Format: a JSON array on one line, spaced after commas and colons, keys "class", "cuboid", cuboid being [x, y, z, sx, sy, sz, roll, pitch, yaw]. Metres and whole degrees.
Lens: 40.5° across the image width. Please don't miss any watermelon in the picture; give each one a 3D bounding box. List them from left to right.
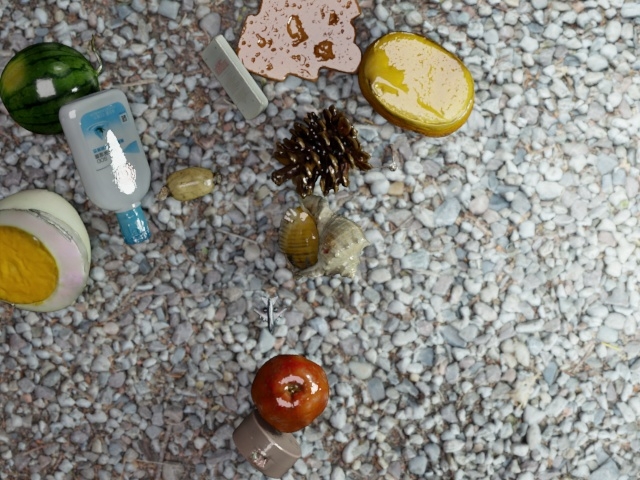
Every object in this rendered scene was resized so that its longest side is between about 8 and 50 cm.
[{"class": "watermelon", "cuboid": [-0.592, -0.339, 1.894, 0.232, 0.127, 0.204, -13, 91, -4]}]

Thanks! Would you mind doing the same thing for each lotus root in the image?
[{"class": "lotus root", "cuboid": [-0.297, -0.126, 1.939, 0.152, 0.063, 0.072, -19, 104, -2]}]

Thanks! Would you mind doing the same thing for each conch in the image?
[{"class": "conch", "cuboid": [0.000, 0.000, 1.906, 0.178, 0.163, 0.245, -25, 64, -13]}]

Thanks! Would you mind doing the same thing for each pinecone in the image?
[{"class": "pinecone", "cuboid": [-0.006, -0.179, 1.878, 0.212, 0.168, 0.185, -40, 70, 5]}]

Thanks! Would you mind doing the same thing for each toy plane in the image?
[{"class": "toy plane", "cuboid": [-0.114, 0.169, 1.975, 0.078, 0.031, 0.083, -3, 94, 1]}]

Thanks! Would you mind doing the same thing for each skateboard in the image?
[{"class": "skateboard", "cuboid": [0.128, -0.182, 1.950, 0.083, 0.032, 0.064, -8, 84, -1]}]

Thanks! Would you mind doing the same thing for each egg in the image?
[{"class": "egg", "cuboid": [-0.621, 0.014, 1.907, 0.264, 0.174, 0.286, 16, 121, -4]}]

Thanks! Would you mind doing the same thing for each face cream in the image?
[{"class": "face cream", "cuboid": [-0.452, -0.154, 1.899, 0.163, 0.080, 0.336, -29, 112, -38]}]

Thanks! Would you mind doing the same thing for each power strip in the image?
[{"class": "power strip", "cuboid": [-0.119, 0.454, 1.936, 0.154, 0.154, 0.078, 42, 95, -3]}]

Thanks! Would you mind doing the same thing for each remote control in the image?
[{"class": "remote control", "cuboid": [-0.188, -0.356, 1.912, 0.029, 0.087, 0.190, -37, 93, -35]}]

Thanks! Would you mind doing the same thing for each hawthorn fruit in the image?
[{"class": "hawthorn fruit", "cuboid": [-0.066, 0.336, 1.913, 0.189, 0.189, 0.189, 0, 94, 0]}]

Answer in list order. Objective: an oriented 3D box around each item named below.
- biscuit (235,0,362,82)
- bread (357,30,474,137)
[{"class": "biscuit", "cuboid": [-0.057, -0.462, 1.920, 0.306, 0.043, 0.284, -25, 97, 5]}, {"class": "bread", "cuboid": [0.210, -0.339, 1.877, 0.270, 0.142, 0.195, 30, 92, 0]}]
